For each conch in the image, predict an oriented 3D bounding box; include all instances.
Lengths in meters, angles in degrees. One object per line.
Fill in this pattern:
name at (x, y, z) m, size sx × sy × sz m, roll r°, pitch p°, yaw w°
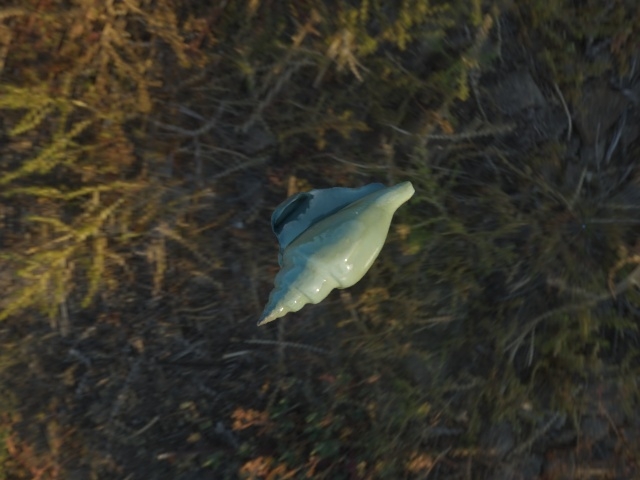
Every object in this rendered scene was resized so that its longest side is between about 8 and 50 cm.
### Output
conch at (0.004, 0.006, 1.086) m, size 0.088 × 0.065 × 0.180 m, roll 23°, pitch 58°, yaw 41°
